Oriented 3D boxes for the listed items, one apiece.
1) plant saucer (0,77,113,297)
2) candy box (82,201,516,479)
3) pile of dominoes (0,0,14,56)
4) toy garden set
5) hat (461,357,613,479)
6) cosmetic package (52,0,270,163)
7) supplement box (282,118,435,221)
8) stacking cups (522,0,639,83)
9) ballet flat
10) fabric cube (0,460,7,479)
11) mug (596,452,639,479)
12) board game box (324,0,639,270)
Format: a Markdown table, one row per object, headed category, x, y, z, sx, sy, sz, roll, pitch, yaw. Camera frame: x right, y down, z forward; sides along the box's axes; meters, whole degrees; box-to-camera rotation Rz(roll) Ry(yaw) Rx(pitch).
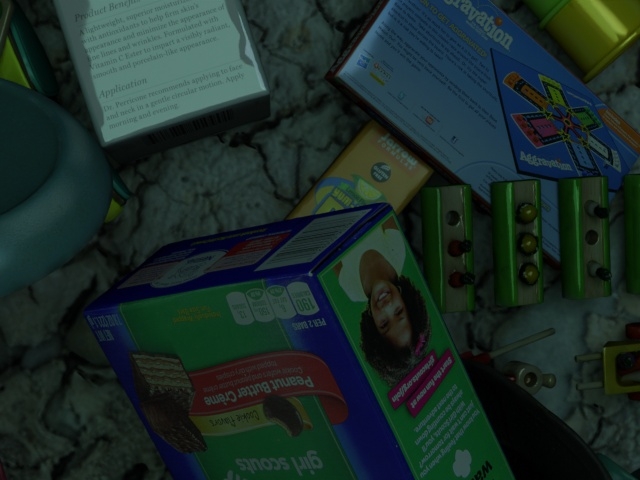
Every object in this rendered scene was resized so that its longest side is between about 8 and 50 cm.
| category | x | y | z | sx | sy | sz | roll | pitch | yaw |
| --- | --- | --- | --- | --- | --- | --- | --- | --- | --- |
| plant saucer | -0.319 | -0.053 | 1.157 | 0.317 | 0.318 | 0.044 | 3 | 125 | -1 |
| candy box | -0.005 | 0.149 | 1.197 | 0.122 | 0.268 | 0.317 | -42 | 111 | -41 |
| pile of dominoes | -0.368 | -0.183 | 1.329 | 0.196 | 0.040 | 0.251 | 13 | 87 | 23 |
| toy garden set | 0.210 | 0.048 | 1.312 | 0.244 | 0.049 | 0.204 | -5 | 96 | -22 |
| hat | 0.185 | 0.251 | 1.282 | 0.134 | 0.331 | 0.331 | -13 | 86 | -39 |
| cosmetic package | -0.140 | -0.179 | 1.313 | 0.151 | 0.151 | 0.184 | -17 | 88 | -2 |
| supplement box | 0.000 | 0.000 | 1.342 | 0.078 | 0.080 | 0.233 | 39 | 84 | -1 |
| stacking cups | 0.166 | -0.286 | 1.351 | 0.096 | 0.096 | 0.316 | -42 | 88 | -3 |
| ballet flat | -0.256 | -0.110 | 1.349 | 0.077 | 0.077 | 0.231 | -31 | 89 | 7 |
| fabric cube | -0.427 | 0.153 | 1.239 | 0.258 | 0.259 | 0.254 | -19 | 87 | -4 |
| mug | 0.306 | 0.258 | 1.321 | 0.157 | 0.097 | 0.129 | 6 | 87 | -1 |
| board game box | 0.149 | -0.113 | 1.318 | 0.281 | 0.027 | 0.145 | 38 | 80 | -20 |
